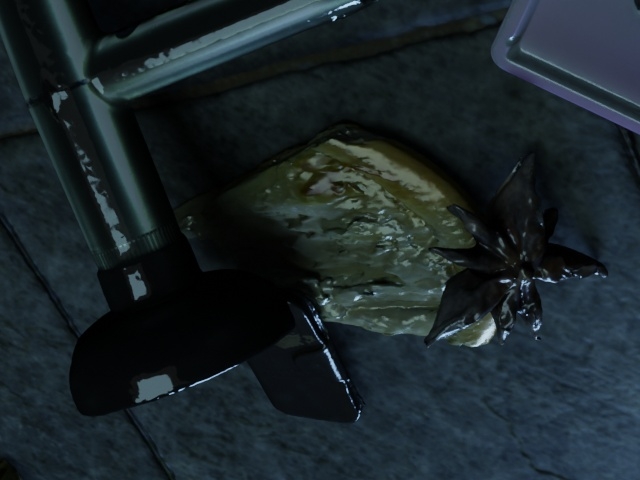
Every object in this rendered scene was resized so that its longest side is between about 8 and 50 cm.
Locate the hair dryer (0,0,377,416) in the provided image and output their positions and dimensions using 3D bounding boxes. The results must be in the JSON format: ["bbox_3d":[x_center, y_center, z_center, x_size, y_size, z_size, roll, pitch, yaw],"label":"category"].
[{"bbox_3d":[-0.073,-0.061,1.191,0.284,0.156,0.320,-5,105,37],"label":"hair dryer"}]

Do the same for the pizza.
[{"bbox_3d":[0.000,0.000,1.312,0.262,0.034,0.181,0,128,26],"label":"pizza"}]

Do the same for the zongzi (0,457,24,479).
[{"bbox_3d":[-0.371,0.309,1.609,0.248,0.241,0.111,-15,120,35],"label":"zongzi"}]

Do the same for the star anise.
[{"bbox_3d":[0.113,0.024,1.227,0.124,0.129,0.056,54,171,-29],"label":"star anise"}]

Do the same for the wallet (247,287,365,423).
[{"bbox_3d":[-0.023,0.081,1.377,0.082,0.018,0.156,7,145,26],"label":"wallet"}]

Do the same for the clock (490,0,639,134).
[{"bbox_3d":[0.214,-0.129,1.079,0.197,0.063,0.150,26,134,3],"label":"clock"}]
